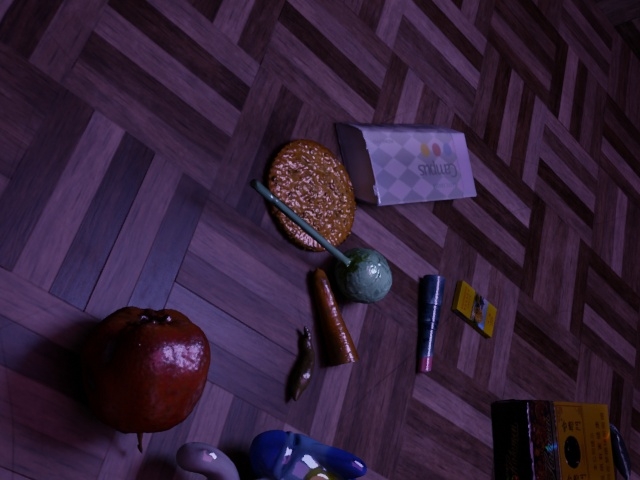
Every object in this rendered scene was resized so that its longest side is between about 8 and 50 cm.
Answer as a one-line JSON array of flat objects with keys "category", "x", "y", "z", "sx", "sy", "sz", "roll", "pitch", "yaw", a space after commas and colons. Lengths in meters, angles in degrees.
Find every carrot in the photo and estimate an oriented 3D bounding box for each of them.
[{"category": "carrot", "x": 0.021, "y": 0.156, "z": 1.663, "sx": 0.061, "sy": 0.061, "sz": 0.209, "roll": -10, "pitch": 79, "yaw": -46}]

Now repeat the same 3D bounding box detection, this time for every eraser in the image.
[{"category": "eraser", "x": 0.218, "y": -0.189, "z": 1.931, "sx": 0.397, "sy": 0.082, "sz": 0.213, "roll": -8, "pitch": 85, "yaw": -45}]

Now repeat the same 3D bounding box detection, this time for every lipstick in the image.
[{"category": "lipstick", "x": 0.256, "y": 0.197, "z": 1.884, "sx": 0.053, "sy": 0.054, "sz": 0.234, "roll": 27, "pitch": 63, "yaw": -37}]

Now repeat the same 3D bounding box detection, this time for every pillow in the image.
[{"category": "pillow", "x": 0.833, "y": 0.579, "z": 2.284, "sx": 0.208, "sy": 0.055, "sz": 0.141, "roll": -61, "pitch": 134, "yaw": -80}]

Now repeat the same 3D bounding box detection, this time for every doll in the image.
[{"category": "doll", "x": -0.059, "y": 0.475, "z": 1.423, "sx": 0.366, "sy": 0.187, "sz": 0.375, "roll": -21, "pitch": 116, "yaw": -37}]

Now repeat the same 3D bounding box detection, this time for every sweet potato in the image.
[{"category": "sweet potato", "x": -0.031, "y": 0.248, "z": 1.597, "sx": 0.041, "sy": 0.038, "sz": 0.153, "roll": 51, "pitch": 42, "yaw": -53}]

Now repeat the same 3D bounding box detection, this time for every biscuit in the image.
[{"category": "biscuit", "x": -0.013, "y": -0.097, "z": 1.712, "sx": 0.254, "sy": 0.035, "sz": 0.253, "roll": 14, "pitch": 69, "yaw": -41}]

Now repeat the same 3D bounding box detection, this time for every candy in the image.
[{"category": "candy", "x": 0.000, "y": 0.000, "z": 1.605, "sx": 0.440, "sy": 0.119, "sz": 0.119, "roll": 39, "pitch": 54, "yaw": -41}]

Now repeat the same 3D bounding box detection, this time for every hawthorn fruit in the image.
[{"category": "hawthorn fruit", "x": -0.280, "y": 0.231, "z": 1.266, "sx": 0.208, "sy": 0.208, "sz": 0.243, "roll": -6, "pitch": 109, "yaw": -45}]

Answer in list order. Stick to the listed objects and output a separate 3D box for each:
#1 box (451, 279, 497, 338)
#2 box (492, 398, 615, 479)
[{"category": "box", "x": 0.393, "y": 0.177, "z": 2.044, "sx": 0.155, "sy": 0.023, "sz": 0.086, "roll": 38, "pitch": 52, "yaw": -32}, {"category": "box", "x": 0.613, "y": 0.552, "z": 2.088, "sx": 0.416, "sy": 0.116, "sz": 0.264, "roll": 14, "pitch": 70, "yaw": -42}]
